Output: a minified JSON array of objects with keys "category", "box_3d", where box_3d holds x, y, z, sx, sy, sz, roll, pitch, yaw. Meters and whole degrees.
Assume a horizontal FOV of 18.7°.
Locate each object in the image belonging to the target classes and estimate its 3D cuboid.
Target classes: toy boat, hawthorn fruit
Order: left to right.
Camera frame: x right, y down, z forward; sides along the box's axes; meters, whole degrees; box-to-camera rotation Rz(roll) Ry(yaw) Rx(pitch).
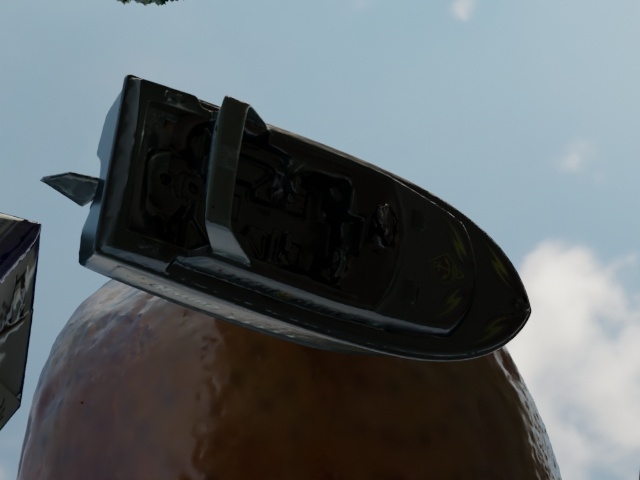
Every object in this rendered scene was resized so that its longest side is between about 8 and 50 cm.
[{"category":"hawthorn fruit","box_3d":[-0.025,0.206,1.529,0.471,0.471,0.472,29,-134,-35]},{"category":"toy boat","box_3d":[0.000,0.000,0.909,0.246,0.103,0.093,20,-114,-27]}]

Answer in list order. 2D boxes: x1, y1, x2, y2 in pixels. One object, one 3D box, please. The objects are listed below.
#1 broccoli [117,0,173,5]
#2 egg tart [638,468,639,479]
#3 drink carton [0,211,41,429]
[{"category":"broccoli","box_3d":[-0.187,-0.305,1.677,0.269,0.261,0.241,46,-167,-24]},{"category":"egg tart","box_3d":[0.143,0.013,0.324,0.116,0.295,0.295,7,-125,-11]},{"category":"drink carton","box_3d":[-0.317,0.019,1.057,0.315,0.131,0.106,17,-151,10]}]
